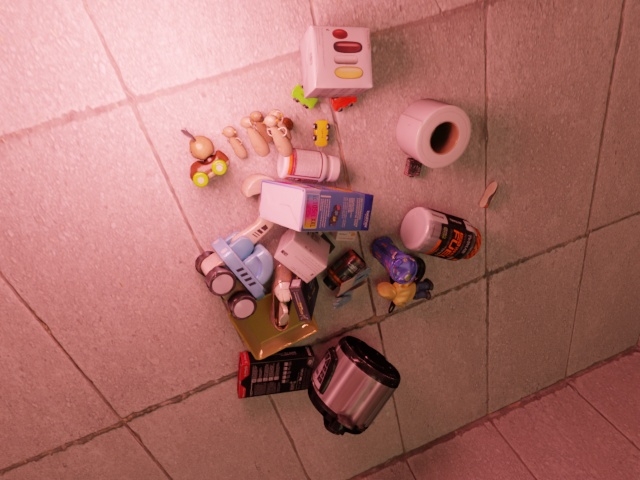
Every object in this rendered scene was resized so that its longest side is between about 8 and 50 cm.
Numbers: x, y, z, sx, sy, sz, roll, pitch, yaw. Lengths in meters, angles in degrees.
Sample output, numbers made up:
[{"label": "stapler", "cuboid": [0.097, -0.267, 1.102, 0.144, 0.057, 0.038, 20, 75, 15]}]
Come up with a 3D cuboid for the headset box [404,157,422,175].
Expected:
[{"label": "headset box", "cuboid": [0.400, -0.313, 1.730, 0.062, 0.032, 0.083, -2, 116, -19]}]

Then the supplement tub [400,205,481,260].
[{"label": "supplement tub", "cuboid": [0.555, -0.023, 1.841, 0.338, 0.207, 0.207, 12, 113, -25]}]

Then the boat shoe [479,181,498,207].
[{"label": "boat shoe", "cuboid": [0.813, -0.217, 1.922, 0.043, 0.049, 0.136, 8, 117, -27]}]

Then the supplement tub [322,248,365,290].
[{"label": "supplement tub", "cuboid": [0.103, 0.138, 1.829, 0.198, 0.106, 0.106, -43, 123, 7]}]

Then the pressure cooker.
[{"label": "pressure cooker", "cuboid": [0.146, 0.739, 1.991, 0.370, 0.376, 0.420, 26, 100, -52]}]

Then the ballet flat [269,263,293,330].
[{"label": "ballet flat", "cuboid": [-0.155, 0.252, 1.703, 0.108, 0.106, 0.315, -5, 119, -18]}]

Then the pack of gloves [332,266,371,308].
[{"label": "pack of gloves", "cuboid": [0.139, 0.214, 1.868, 0.232, 0.046, 0.195, -25, 142, -39]}]

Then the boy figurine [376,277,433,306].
[{"label": "boy figurine", "cuboid": [0.403, 0.251, 1.952, 0.286, 0.092, 0.177, -2, 117, -17]}]

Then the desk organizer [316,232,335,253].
[{"label": "desk organizer", "cuboid": [0.000, 0.000, 1.747, 0.130, 0.050, 0.047, 50, 60, -18]}]

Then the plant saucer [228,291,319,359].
[{"label": "plant saucer", "cuboid": [-0.212, 0.358, 1.852, 0.333, 0.081, 0.332, -25, 123, -5]}]

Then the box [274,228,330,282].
[{"label": "box", "cuboid": [-0.070, 0.042, 1.635, 0.181, 0.181, 0.119, 39, 118, -16]}]

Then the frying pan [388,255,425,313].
[{"label": "frying pan", "cuboid": [0.429, 0.210, 2.017, 0.198, 0.053, 0.325, -11, 122, -13]}]

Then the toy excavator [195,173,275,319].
[{"label": "toy excavator", "cuboid": [-0.285, 0.016, 1.591, 0.445, 0.222, 0.432, -40, 123, -12]}]

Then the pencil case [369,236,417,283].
[{"label": "pencil case", "cuboid": [0.313, 0.077, 1.755, 0.119, 0.306, 0.133, -38, 112, 3]}]

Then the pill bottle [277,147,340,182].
[{"label": "pill bottle", "cuboid": [-0.045, -0.284, 1.533, 0.221, 0.121, 0.121, 3, 116, -22]}]

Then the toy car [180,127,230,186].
[{"label": "toy car", "cuboid": [-0.419, -0.300, 1.381, 0.149, 0.155, 0.188, -33, 114, 0]}]

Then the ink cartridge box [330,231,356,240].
[{"label": "ink cartridge box", "cuboid": [0.103, -0.064, 1.726, 0.092, 0.090, 0.143, 3, 116, -21]}]

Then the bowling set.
[{"label": "bowling set", "cuboid": [-0.194, -0.404, 1.409, 0.199, 0.287, 0.154, -62, 141, -33]}]

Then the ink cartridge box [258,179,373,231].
[{"label": "ink cartridge box", "cuboid": [0.007, -0.128, 1.501, 0.396, 0.270, 0.151, 1, 103, -41]}]

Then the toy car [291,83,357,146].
[{"label": "toy car", "cuboid": [-0.013, -0.494, 1.471, 0.225, 0.053, 0.239, 28, 105, -29]}]

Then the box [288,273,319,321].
[{"label": "box", "cuboid": [-0.066, 0.202, 1.725, 0.059, 0.232, 0.183, -6, 119, 14]}]

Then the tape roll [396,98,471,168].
[{"label": "tape roll", "cuboid": [0.449, -0.428, 1.603, 0.246, 0.169, 0.246, -9, 121, -16]}]

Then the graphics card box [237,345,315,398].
[{"label": "graphics card box", "cuboid": [-0.224, 0.654, 2.003, 0.371, 0.094, 0.232, -1, 117, -18]}]

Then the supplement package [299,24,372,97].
[{"label": "supplement package", "cuboid": [0.051, -0.594, 1.350, 0.203, 0.149, 0.194, -7, 99, -16]}]
